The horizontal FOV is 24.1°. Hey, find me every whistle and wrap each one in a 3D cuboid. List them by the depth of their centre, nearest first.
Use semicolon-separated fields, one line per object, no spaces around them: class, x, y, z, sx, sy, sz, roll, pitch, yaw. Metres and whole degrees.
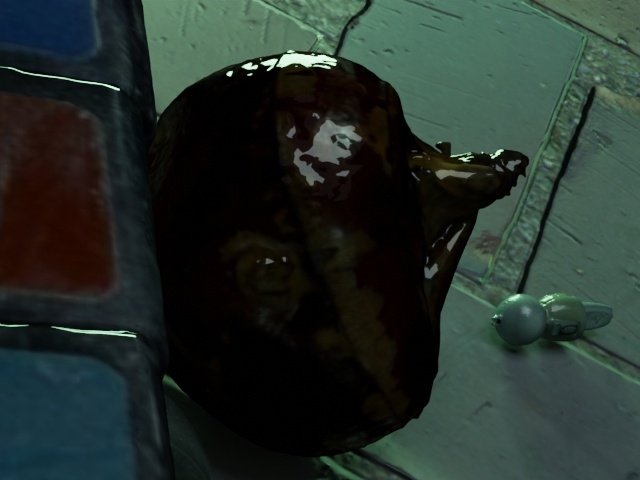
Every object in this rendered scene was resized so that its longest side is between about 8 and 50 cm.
whistle;0.154;0.052;1.001;0.100;0.035;0.035;-1;47;-31

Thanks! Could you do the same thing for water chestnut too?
water chestnut;0.000;0.000;0.825;0.238;0.223;0.223;-9;42;8

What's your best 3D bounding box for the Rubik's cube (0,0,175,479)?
Rubik's cube;-0.256;0.090;0.488;0.363;0.362;0.358;11;39;-20

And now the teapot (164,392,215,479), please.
teapot;-0.117;0.098;0.733;0.149;0.111;0.108;60;5;-26
